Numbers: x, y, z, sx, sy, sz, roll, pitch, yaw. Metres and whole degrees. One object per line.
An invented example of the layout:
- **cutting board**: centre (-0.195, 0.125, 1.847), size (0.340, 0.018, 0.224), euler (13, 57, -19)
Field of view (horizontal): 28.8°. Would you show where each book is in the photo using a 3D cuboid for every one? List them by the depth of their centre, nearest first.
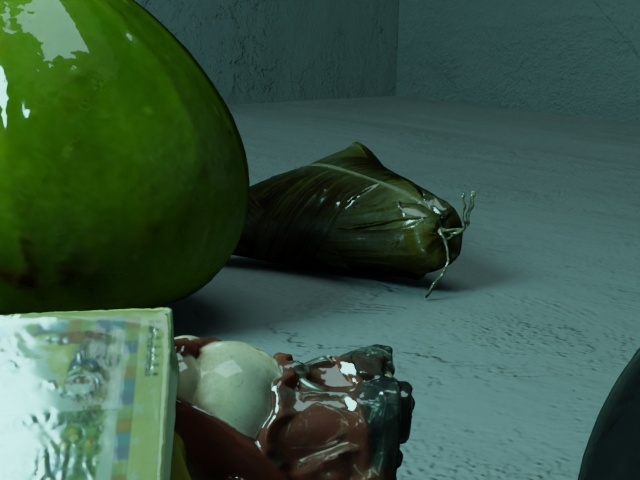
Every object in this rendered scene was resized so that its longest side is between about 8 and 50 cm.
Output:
- **book**: centre (-0.163, 0.106, 0.570), size (0.192, 0.013, 0.168), euler (-4, 51, 3)

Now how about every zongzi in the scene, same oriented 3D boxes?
- **zongzi**: centre (0.000, 0.000, 1.237), size (0.241, 0.111, 0.248), euler (-22, 25, -18)

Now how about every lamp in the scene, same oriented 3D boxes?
- **lamp**: centre (-0.079, 0.102, 0.643), size (0.253, 0.118, 0.118), euler (3, 12, 0)

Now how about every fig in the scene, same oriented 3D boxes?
- **fig**: centre (-0.215, -0.087, 1.044), size (0.316, 0.316, 0.316), euler (1, 12, 0)

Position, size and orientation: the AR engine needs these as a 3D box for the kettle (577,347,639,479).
- **kettle**: centre (0.283, 0.062, 0.453), size (0.228, 0.321, 0.324), euler (45, 27, 23)
